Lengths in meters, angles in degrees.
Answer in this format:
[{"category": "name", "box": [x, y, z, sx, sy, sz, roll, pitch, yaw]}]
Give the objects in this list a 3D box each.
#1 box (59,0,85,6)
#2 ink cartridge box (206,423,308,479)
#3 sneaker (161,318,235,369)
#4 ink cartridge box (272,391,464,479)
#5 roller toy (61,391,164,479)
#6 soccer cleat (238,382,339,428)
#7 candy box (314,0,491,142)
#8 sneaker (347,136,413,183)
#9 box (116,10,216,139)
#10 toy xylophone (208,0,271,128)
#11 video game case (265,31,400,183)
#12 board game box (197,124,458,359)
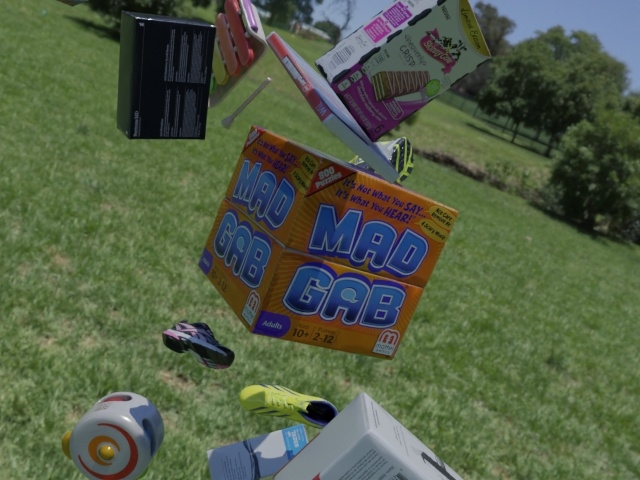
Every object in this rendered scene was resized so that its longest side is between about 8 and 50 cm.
[{"category": "box", "box": [-0.464, -0.479, 1.091, 0.159, 0.044, 0.233, -7, -2, 27]}, {"category": "ink cartridge box", "box": [-0.181, 0.691, 2.003, 0.308, 0.128, 0.223, -15, -22, -4]}, {"category": "sneaker", "box": [-0.259, 0.215, 1.392, 0.178, 0.071, 0.077, 20, 45, 22]}, {"category": "ink cartridge box", "box": [0.093, 0.382, 0.890, 0.273, 0.197, 0.114, 43, 10, -9]}, {"category": "roller toy", "box": [-0.479, 0.465, 1.492, 0.209, 0.191, 0.146, 33, 12, -2]}, {"category": "soccer cleat", "box": [-0.084, 0.460, 1.787, 0.289, 0.093, 0.121, 17, -20, -8]}, {"category": "candy box", "box": [0.131, -0.280, 0.984, 0.159, 0.233, 0.071, 42, 15, -50]}, {"category": "sneaker", "box": [0.136, -0.175, 1.807, 0.147, 0.145, 0.385, -2, 24, 33]}, {"category": "box", "box": [-0.349, -0.364, 1.426, 0.184, 0.261, 0.103, -7, 28, -36]}, {"category": "toy xylophone", "box": [-0.230, -0.432, 1.574, 0.081, 0.323, 0.236, 5, 51, -43]}, {"category": "video game case", "box": [0.019, -0.233, 1.104, 0.204, 0.025, 0.285, 33, 20, -45]}, {"category": "board game box", "box": [0.000, 0.000, 1.392, 0.357, 0.356, 0.356, 17, 10, -32]}]
